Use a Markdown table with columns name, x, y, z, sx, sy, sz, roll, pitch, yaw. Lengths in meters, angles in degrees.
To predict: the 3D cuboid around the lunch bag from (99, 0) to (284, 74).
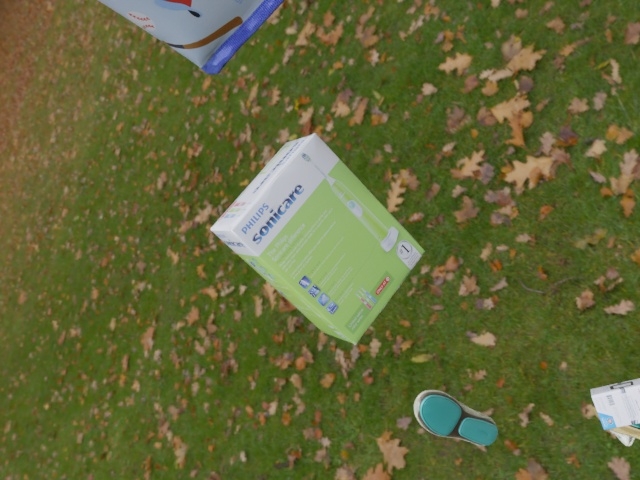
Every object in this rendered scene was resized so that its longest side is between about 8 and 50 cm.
| name | x | y | z | sx | sy | sz | roll | pitch | yaw |
| --- | --- | --- | --- | --- | --- | --- | --- | --- | --- |
| lunch bag | -0.109 | -0.382 | 0.474 | 0.385 | 0.328 | 0.238 | -35 | 48 | 31 |

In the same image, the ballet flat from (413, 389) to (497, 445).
| name | x | y | z | sx | sy | sz | roll | pitch | yaw |
| --- | --- | --- | --- | --- | --- | --- | --- | --- | --- |
| ballet flat | 0.176 | 0.242 | 0.787 | 0.057 | 0.168 | 0.052 | -59 | 29 | -4 |

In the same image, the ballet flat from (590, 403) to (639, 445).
| name | x | y | z | sx | sy | sz | roll | pitch | yaw |
| --- | --- | --- | --- | --- | --- | --- | --- | --- | --- |
| ballet flat | 0.715 | 0.437 | 1.270 | 0.232 | 0.080 | 0.073 | 17 | 95 | 34 |

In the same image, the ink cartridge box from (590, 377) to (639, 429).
| name | x | y | z | sx | sy | sz | roll | pitch | yaw |
| --- | --- | --- | --- | --- | --- | --- | --- | --- | --- |
| ink cartridge box | 0.401 | 0.209 | 0.740 | 0.083 | 0.028 | 0.048 | -21 | 87 | 24 |

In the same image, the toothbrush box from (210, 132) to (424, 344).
| name | x | y | z | sx | sy | sz | roll | pitch | yaw |
| --- | --- | --- | --- | --- | --- | --- | --- | --- | --- |
| toothbrush box | 0.000 | 0.000 | 0.946 | 0.206 | 0.283 | 0.122 | -52 | 22 | -16 |
